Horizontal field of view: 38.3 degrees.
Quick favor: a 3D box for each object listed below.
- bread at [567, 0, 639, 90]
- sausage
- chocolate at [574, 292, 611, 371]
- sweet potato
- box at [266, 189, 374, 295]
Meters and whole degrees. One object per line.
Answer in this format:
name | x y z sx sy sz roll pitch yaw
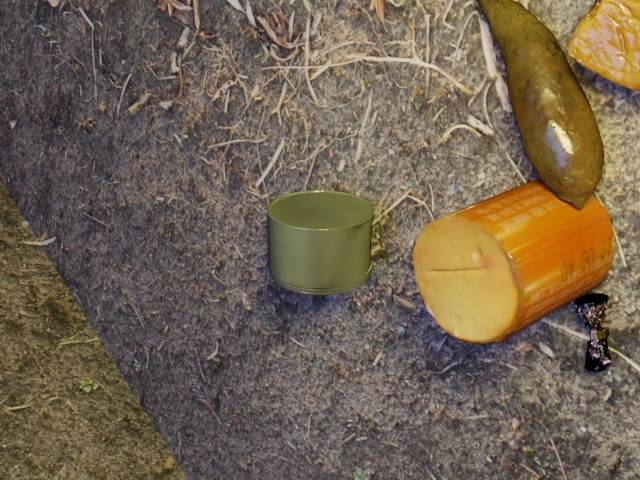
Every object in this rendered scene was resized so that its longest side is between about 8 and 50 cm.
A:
bread | 0.483 -0.322 1.383 0.158 0.149 0.143 41 135 26
sausage | 0.334 0.030 1.584 0.233 0.287 0.233 24 123 43
chocolate | 0.497 0.168 1.652 0.070 0.072 0.147 -16 108 7
sweet potato | 0.370 -0.255 1.551 0.130 0.130 0.422 -33 75 47
box | 0.000 0.000 1.952 0.226 0.226 0.149 21 122 38
